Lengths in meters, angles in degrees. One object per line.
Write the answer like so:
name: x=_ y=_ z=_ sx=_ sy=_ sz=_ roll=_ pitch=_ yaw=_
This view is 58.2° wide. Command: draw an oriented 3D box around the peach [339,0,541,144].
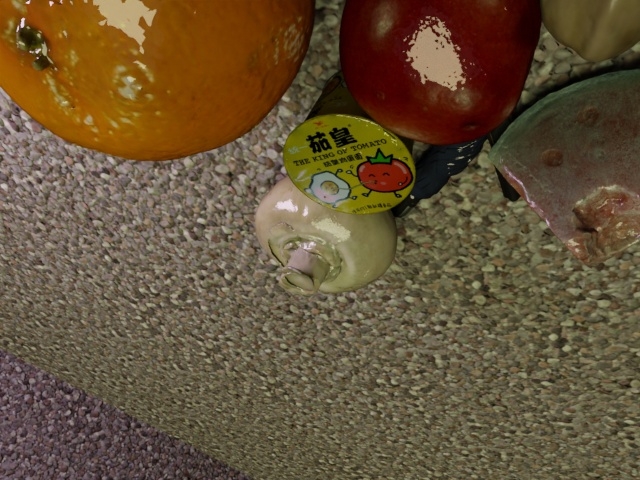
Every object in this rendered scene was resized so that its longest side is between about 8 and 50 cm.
peach: x=0.130 y=-0.224 z=0.633 sx=0.243 sy=0.200 sz=0.243 roll=44 pitch=145 yaw=41

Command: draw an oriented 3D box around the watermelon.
watermelon: x=0.381 y=-0.078 z=0.713 sx=0.319 sy=0.226 sz=0.148 roll=0 pitch=164 yaw=38

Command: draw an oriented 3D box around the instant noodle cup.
instant noodle cup: x=0.053 y=-0.148 z=0.811 sx=0.182 sy=0.144 sz=0.182 roll=11 pitch=142 yaw=9

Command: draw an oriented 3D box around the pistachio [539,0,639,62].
pistachio: x=0.291 y=-0.297 z=0.558 sx=0.138 sy=0.153 sz=0.237 roll=8 pitch=108 yaw=1

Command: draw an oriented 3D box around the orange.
orange: x=-0.215 y=-0.280 z=0.641 sx=0.424 sy=0.326 sz=0.423 roll=11 pitch=137 yaw=11

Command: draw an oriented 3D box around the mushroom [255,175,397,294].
mushroom: x=0.000 y=0.000 z=0.958 sx=0.246 sy=0.202 sz=0.246 roll=22 pitch=147 yaw=16

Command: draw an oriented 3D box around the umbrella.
umbrella: x=0.175 y=-0.103 z=0.880 sx=0.071 sy=0.070 sz=0.248 roll=24 pitch=143 yaw=-4

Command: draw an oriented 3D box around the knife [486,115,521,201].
knife: x=0.255 y=-0.138 z=0.799 sx=0.028 sy=0.060 sz=0.230 roll=30 pitch=168 yaw=41
